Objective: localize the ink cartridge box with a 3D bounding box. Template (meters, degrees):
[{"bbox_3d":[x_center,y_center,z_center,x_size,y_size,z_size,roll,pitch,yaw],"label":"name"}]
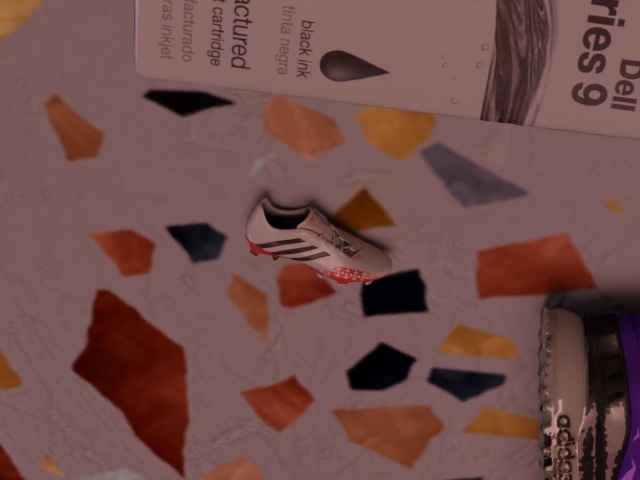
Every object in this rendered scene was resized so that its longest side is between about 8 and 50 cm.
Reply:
[{"bbox_3d":[0.073,-0.168,0.768,0.289,0.121,0.211,7,128,2],"label":"ink cartridge box"}]

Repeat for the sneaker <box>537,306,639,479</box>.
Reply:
[{"bbox_3d":[0.199,0.172,1.016,0.146,0.102,0.293,-3,118,4],"label":"sneaker"}]

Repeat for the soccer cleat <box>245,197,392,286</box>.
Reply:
[{"bbox_3d":[0.000,0.000,0.973,0.083,0.029,0.035,17,133,1],"label":"soccer cleat"}]
